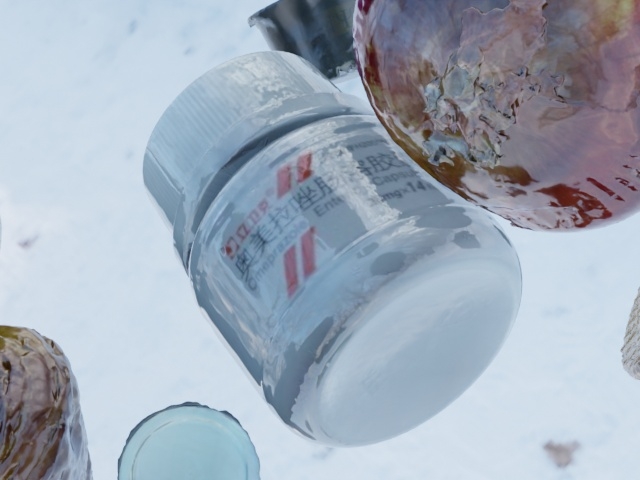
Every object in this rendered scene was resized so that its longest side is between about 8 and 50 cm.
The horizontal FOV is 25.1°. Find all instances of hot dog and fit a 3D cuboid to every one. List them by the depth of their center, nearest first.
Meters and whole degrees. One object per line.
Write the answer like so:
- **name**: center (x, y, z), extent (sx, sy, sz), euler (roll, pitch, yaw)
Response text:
- **hot dog**: center (-0.340, 0.262, 1.586), extent (0.174, 0.387, 0.267), euler (-1, 52, -4)

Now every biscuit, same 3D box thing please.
- **biscuit**: center (0.449, 0.064, 1.844), extent (0.254, 0.035, 0.254), euler (23, -90, -90)

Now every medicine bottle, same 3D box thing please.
- **medicine bottle**: center (-0.107, 0.203, 1.107), extent (0.108, 0.108, 0.426), euler (-58, -4, -17)
- **medicine bottle**: center (0.000, 0.000, 1.250), extent (0.245, 0.245, 0.306), euler (-44, 54, 5)

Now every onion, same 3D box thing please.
- **onion**: center (0.110, -0.109, 0.806), extent (0.230, 0.230, 0.163), euler (-20, 2, 37)

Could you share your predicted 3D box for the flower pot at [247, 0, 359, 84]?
- **flower pot**: center (0.011, -0.225, 1.590), extent (0.157, 0.107, 0.157), euler (-23, 2, 1)
